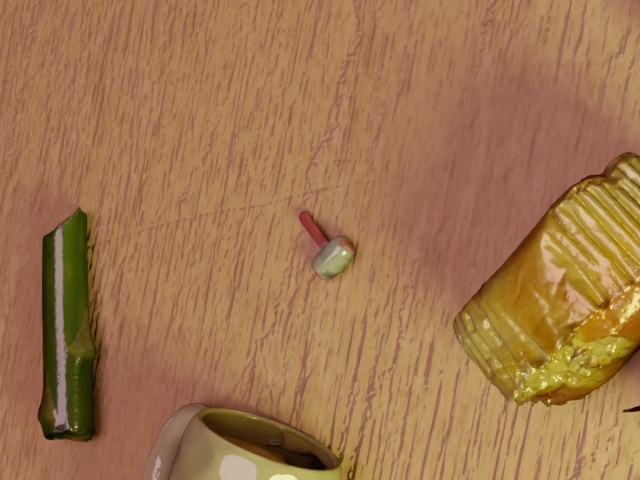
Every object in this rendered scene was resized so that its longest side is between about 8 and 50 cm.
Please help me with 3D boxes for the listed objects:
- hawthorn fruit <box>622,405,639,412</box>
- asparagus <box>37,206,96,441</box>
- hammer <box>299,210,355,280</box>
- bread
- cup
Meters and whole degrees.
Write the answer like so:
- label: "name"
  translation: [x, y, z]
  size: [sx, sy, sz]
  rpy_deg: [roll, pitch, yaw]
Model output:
- label: "hawthorn fruit"
  translation: [0.362, 0.138, 1.113]
  size: [0.235, 0.181, 0.181]
  rpy_deg: [-23, 75, 49]
- label: "asparagus"
  translation: [-0.301, 0.101, 1.541]
  size: [0.067, 0.060, 0.277]
  rpy_deg: [-9, 82, 39]
- label: "hammer"
  translation: [0.000, 0.000, 1.393]
  size: [0.052, 0.031, 0.083]
  rpy_deg: [-45, 61, 16]
- label: "bread"
  translation: [0.243, 0.044, 1.168]
  size: [0.250, 0.179, 0.133]
  rpy_deg: [-48, 71, 19]
- label: "cup"
  translation: [-0.119, 0.282, 1.361]
  size: [0.255, 0.173, 0.202]
  rpy_deg: [23, 97, 28]
